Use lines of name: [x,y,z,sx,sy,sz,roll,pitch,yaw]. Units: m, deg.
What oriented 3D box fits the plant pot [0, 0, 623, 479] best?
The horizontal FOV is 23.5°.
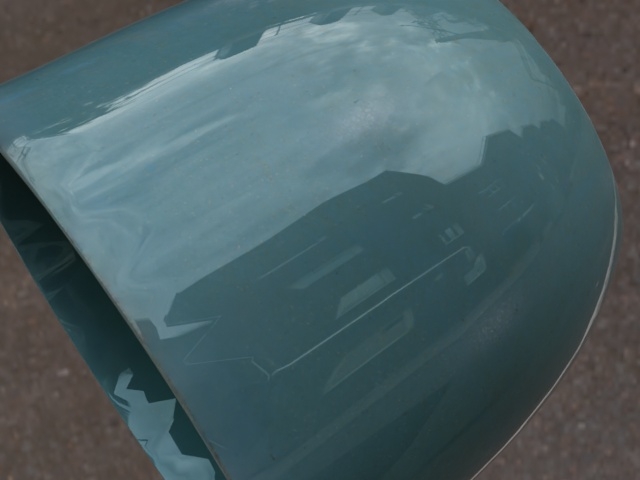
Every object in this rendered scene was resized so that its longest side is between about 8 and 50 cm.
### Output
plant pot: [0.000,0.000,0.748,0.235,0.293,0.293,-34,46,-14]
